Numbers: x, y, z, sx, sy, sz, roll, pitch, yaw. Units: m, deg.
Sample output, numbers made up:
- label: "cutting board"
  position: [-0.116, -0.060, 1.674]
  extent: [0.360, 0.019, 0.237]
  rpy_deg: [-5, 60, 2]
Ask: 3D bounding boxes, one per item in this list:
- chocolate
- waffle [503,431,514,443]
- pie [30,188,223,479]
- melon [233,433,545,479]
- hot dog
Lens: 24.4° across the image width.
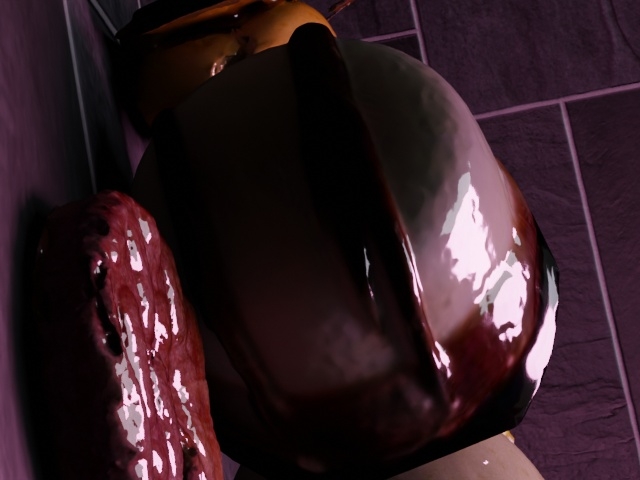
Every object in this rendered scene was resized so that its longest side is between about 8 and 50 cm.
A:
- label: "chocolate"
  position: [0.000, 0.000, 0.925]
  extent: [0.186, 0.283, 0.283]
  rpy_deg: [63, 15, -59]
- label: "waffle"
  position: [0.095, 0.285, 1.620]
  extent: [0.261, 0.151, 0.324]
  rpy_deg: [-96, -156, -62]
- label: "pie"
  position: [-0.095, 0.079, 0.747]
  extent: [0.219, 0.054, 0.204]
  rpy_deg: [67, 12, -69]
- label: "melon"
  position: [0.051, 0.232, 1.038]
  extent: [0.308, 0.271, 0.272]
  rpy_deg: [-90, 170, -49]
- label: "hot dog"
  position: [-0.046, -0.121, 1.143]
  extent: [0.326, 0.194, 0.107]
  rpy_deg: [-11, 83, -75]
